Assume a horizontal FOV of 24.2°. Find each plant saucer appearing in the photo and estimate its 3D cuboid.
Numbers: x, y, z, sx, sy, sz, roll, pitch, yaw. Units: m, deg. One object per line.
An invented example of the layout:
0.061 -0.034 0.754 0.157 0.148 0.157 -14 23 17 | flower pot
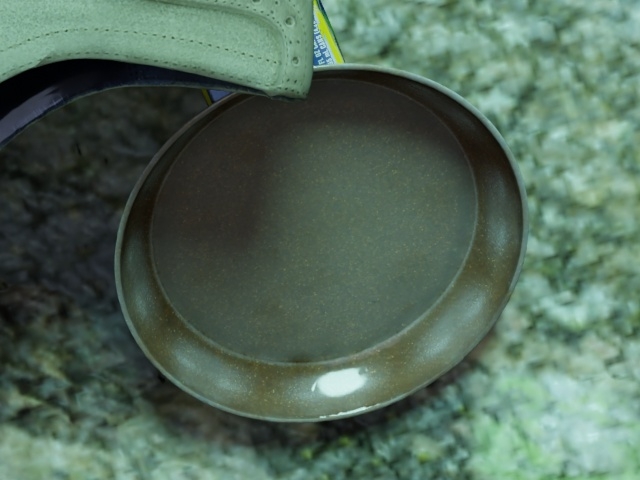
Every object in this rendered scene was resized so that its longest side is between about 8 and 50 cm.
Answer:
0.000 0.000 0.605 0.168 0.029 0.168 -6 122 -10 | plant saucer

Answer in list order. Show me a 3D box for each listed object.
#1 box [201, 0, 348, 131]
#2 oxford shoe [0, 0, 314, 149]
-0.047 -0.132 0.603 0.059 0.054 0.169 -24 96 3 | box
-0.194 -0.070 0.510 0.397 0.140 0.146 -12 92 5 | oxford shoe
